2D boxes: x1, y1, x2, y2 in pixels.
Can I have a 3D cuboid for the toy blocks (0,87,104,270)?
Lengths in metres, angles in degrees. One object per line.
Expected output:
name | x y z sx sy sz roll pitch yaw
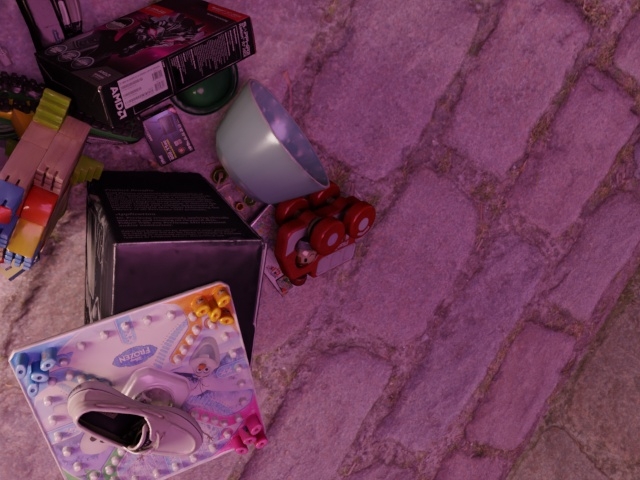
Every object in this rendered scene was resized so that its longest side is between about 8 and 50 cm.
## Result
toy blocks | -0.568 -0.070 1.215 0.190 0.261 0.381 24 142 -17

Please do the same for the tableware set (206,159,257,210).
tableware set | -0.221 -0.144 1.597 0.104 0.024 0.154 -24 119 -16

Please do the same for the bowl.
bowl | -0.133 -0.209 1.478 0.163 0.312 0.311 -33 124 13

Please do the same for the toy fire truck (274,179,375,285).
toy fire truck | 0.000 0.000 1.660 0.302 0.169 0.254 -27 138 -40

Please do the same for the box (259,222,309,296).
box | -0.117 0.049 1.721 0.114 0.036 0.207 -38 122 -7

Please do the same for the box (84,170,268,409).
box | -0.353 0.137 1.384 0.297 0.472 0.480 0 111 -24

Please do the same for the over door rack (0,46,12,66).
over door rack | -0.767 -0.421 1.144 0.239 0.108 0.324 -31 142 -12

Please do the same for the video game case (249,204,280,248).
video game case | -0.146 -0.027 1.646 0.122 0.011 0.087 -48 123 -1

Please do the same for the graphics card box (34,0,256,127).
graphics card box | -0.340 -0.374 1.245 0.371 0.232 0.094 -39 143 -31

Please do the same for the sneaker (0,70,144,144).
sneaker | -0.553 -0.261 1.337 0.343 0.134 0.146 6 146 -27

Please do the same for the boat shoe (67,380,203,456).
boat shoe | -0.315 0.332 1.095 0.096 0.088 0.267 -49 122 2

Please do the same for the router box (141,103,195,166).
router box | -0.365 -0.248 1.472 0.092 0.038 0.122 -29 121 -12

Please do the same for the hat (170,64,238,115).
hat | -0.255 -0.346 1.399 0.208 0.183 0.173 -33 122 -10

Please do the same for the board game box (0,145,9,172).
board game box | -0.812 -0.084 1.204 0.318 0.065 0.319 23 85 -52

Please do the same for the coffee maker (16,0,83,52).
coffee maker | -0.558 -0.432 1.269 0.171 0.120 0.178 -9 116 3

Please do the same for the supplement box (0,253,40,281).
supplement box | -0.700 0.031 1.414 0.083 0.056 0.083 -38 122 -7

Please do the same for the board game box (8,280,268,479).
board game box | -0.313 0.308 1.168 0.389 0.050 0.390 -18 118 -17
